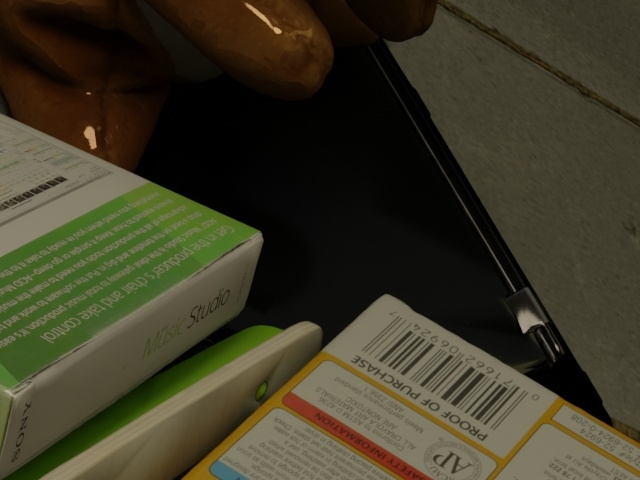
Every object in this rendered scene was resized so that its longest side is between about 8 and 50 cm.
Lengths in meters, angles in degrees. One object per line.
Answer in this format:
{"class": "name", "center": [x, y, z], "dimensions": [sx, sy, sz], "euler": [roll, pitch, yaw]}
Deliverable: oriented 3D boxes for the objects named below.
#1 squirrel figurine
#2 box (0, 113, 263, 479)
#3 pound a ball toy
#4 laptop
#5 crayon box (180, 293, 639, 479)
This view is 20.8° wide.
{"class": "squirrel figurine", "center": [-0.074, -0.272, 1.034], "dimensions": [0.281, 0.370, 0.397], "euler": [-26, 84, -27]}
{"class": "box", "center": [-0.221, -0.010, 0.871], "dimensions": [0.322, 0.058, 0.232], "euler": [23, 26, 19]}
{"class": "pound a ball toy", "center": [-0.150, 0.089, 0.932], "dimensions": [0.208, 0.135, 0.319], "euler": [26, 26, 20]}
{"class": "laptop", "center": [0.000, 0.000, 1.289], "dimensions": [0.382, 0.236, 0.408], "euler": [62, 6, 25]}
{"class": "crayon box", "center": [0.022, 0.177, 0.861], "dimensions": [0.203, 0.083, 0.323], "euler": [30, 41, 19]}
